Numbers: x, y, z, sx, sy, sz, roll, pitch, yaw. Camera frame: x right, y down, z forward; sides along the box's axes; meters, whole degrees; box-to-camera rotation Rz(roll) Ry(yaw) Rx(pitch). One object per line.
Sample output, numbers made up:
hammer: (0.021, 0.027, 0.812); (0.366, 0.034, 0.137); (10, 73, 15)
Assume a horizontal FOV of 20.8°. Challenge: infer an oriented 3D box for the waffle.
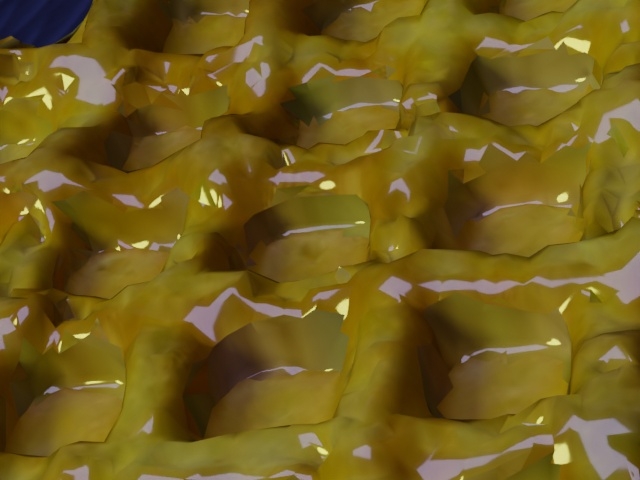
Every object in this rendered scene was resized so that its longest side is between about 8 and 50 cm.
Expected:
waffle: (0.000, 0.000, 0.517); (0.382, 0.095, 0.379); (-35, 39, -13)
